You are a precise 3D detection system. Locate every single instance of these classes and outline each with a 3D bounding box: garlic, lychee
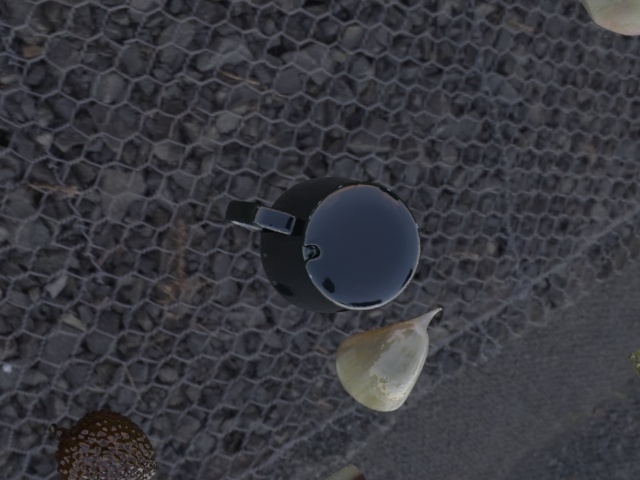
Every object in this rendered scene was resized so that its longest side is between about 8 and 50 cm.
[{"bbox_3d":[0.113,0.199,1.460,0.164,0.245,0.145,-37,80,-24],"label":"garlic"},{"bbox_3d":[-0.446,0.434,1.756,0.238,0.200,0.200,22,88,6],"label":"lychee"}]

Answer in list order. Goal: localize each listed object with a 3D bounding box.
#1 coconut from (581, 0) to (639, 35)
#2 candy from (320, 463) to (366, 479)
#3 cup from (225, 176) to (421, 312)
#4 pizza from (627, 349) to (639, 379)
[{"bbox_3d":[0.379,-0.326,1.015,0.170,0.183,0.171,-1,94,-18],"label":"coconut"},{"bbox_3d":[-0.005,0.536,1.652,0.179,0.320,0.135,-34,78,9],"label":"candy"},{"bbox_3d":[0.000,0.000,1.029,0.223,0.176,0.169,17,86,-20],"label":"cup"},{"bbox_3d":[0.392,0.157,1.008,0.026,0.108,0.123,12,95,-32],"label":"pizza"}]
